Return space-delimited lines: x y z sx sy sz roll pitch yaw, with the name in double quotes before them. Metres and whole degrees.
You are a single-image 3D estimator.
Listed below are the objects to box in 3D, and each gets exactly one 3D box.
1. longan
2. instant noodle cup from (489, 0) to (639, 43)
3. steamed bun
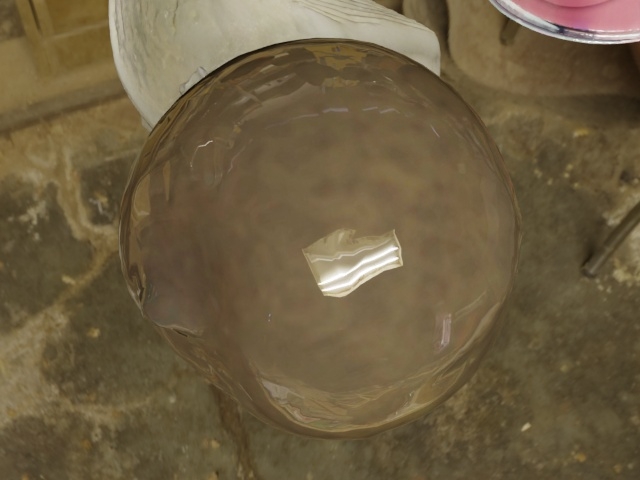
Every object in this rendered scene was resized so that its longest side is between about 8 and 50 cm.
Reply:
"longan" 0.000 -0.003 0.697 0.297 0.297 0.297 2 65 -4
"instant noodle cup" 0.272 -0.349 0.866 0.244 0.255 0.244 0 49 0
"steamed bun" -0.072 -0.196 1.013 0.247 0.236 0.383 1 35 -46
